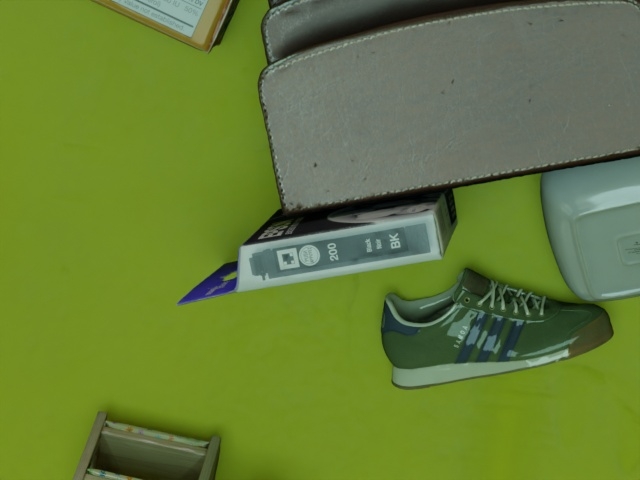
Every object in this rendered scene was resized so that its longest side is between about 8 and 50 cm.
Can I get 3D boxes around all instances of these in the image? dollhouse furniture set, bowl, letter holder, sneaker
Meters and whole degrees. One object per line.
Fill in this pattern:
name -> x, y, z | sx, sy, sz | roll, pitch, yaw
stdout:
dollhouse furniture set -> -0.122, 0.250, 1.710 | 0.182, 0.101, 0.161 | 12, 130, 3
bowl -> 0.252, -0.009, 1.576 | 0.142, 0.053, 0.142 | -10, 126, 12
letter holder -> 0.105, -0.159, 1.532 | 0.302, 0.152, 0.214 | -10, 101, 9
sneaker -> 0.140, 0.063, 1.626 | 0.192, 0.064, 0.086 | -13, 107, 14

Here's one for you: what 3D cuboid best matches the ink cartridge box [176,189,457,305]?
ink cartridge box -> 0.000, 0.000, 1.555 | 0.208, 0.206, 0.045 | -11, 96, 8

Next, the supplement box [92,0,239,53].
supplement box -> -0.176, -0.234, 1.581 | 0.233, 0.078, 0.080 | 27, 103, -2
